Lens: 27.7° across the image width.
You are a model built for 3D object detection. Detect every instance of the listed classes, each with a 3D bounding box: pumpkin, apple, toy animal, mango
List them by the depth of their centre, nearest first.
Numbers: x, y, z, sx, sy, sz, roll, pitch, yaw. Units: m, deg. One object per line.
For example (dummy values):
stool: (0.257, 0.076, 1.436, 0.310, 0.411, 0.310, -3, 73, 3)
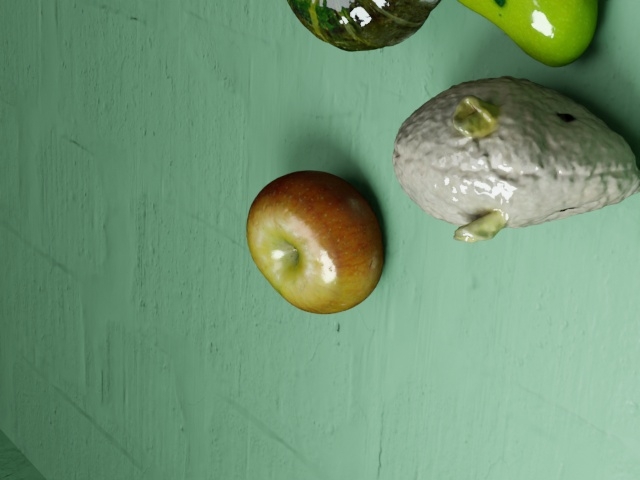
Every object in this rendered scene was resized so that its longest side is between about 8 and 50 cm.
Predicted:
mango: (0.231, -0.342, 1.592, 0.293, 0.143, 0.175, 54, 142, 17)
toy animal: (0.208, -0.108, 1.612, 0.358, 0.227, 0.188, 10, 108, 54)
pumpkin: (0.065, -0.386, 1.787, 0.260, 0.189, 0.260, 0, 89, 35)
apple: (0.000, 0.000, 2.005, 0.210, 0.173, 0.234, -40, 76, 48)
